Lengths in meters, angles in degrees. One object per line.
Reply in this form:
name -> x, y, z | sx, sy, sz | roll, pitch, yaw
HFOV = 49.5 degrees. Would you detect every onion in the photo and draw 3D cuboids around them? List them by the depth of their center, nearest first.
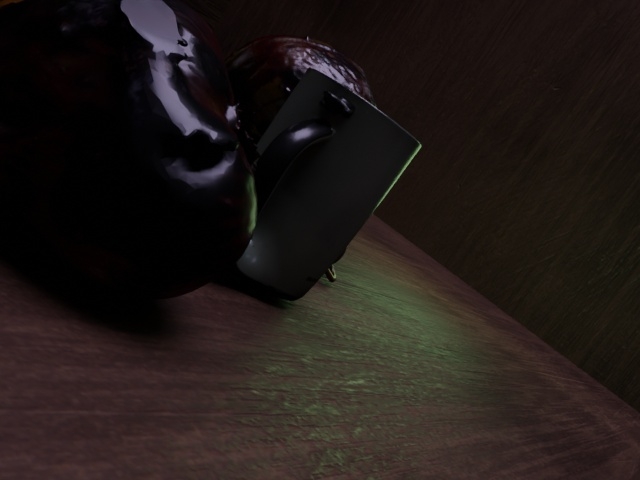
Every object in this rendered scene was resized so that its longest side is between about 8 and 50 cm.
onion -> -0.160, -0.075, 0.571 | 0.281, 0.221, 0.281 | 27, 40, -25

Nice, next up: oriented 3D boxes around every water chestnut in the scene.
water chestnut -> -0.066, -0.215, 1.216 | 0.335, 0.335, 0.347 | 28, 38, -37

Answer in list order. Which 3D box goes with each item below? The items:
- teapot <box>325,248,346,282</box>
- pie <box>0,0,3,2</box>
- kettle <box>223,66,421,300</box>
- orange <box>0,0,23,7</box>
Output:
teapot -> 0.000, 0.000, 1.146 | 0.116, 0.116, 0.173 | 28, 32, -36
pie -> -0.363, -0.349, 0.931 | 0.083, 0.339, 0.339 | 42, 11, 33
kettle -> -0.028, -0.062, 0.817 | 0.165, 0.255, 0.240 | 39, 7, 16
orange -> -0.351, -0.227, 0.872 | 0.154, 0.155, 0.134 | 31, -4, -23
